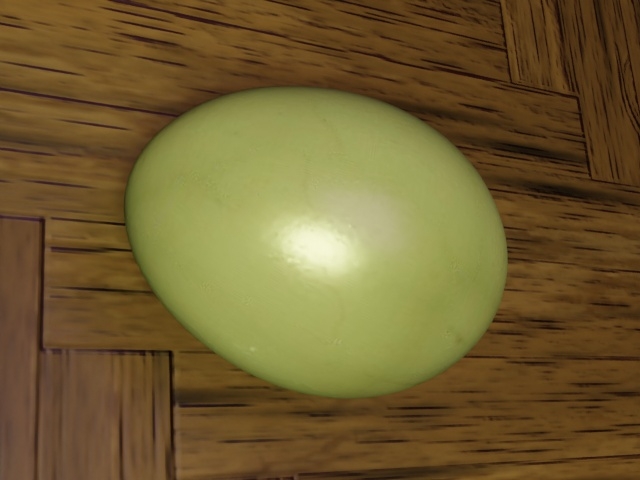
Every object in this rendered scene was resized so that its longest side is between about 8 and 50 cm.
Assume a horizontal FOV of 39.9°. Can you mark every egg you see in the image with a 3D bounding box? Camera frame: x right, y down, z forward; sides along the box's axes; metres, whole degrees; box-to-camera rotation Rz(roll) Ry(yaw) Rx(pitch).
[{"bbox_3d":[0.000,0.000,0.543,0.241,0.186,0.186,19,66,-22],"label":"egg"}]
